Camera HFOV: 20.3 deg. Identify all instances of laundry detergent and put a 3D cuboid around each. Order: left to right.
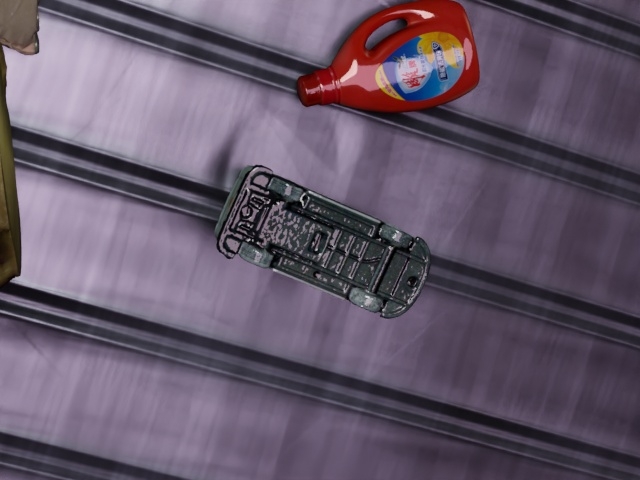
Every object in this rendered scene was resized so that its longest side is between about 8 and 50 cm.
[{"bbox_3d":[0.057,-0.159,1.610,0.165,0.049,0.097,-14,96,-12],"label":"laundry detergent"}]

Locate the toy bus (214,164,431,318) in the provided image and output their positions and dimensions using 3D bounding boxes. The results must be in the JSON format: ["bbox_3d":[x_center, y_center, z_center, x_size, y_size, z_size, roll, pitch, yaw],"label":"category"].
[{"bbox_3d":[0.000,0.000,1.600,0.194,0.089,0.087,22,95,-18],"label":"toy bus"}]

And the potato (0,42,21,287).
[{"bbox_3d":[-0.355,-0.081,1.427,0.243,0.285,0.242,0,64,0],"label":"potato"}]

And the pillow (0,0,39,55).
[{"bbox_3d":[-0.286,-0.302,1.481,0.173,0.067,0.270,12,96,-23],"label":"pillow"}]
